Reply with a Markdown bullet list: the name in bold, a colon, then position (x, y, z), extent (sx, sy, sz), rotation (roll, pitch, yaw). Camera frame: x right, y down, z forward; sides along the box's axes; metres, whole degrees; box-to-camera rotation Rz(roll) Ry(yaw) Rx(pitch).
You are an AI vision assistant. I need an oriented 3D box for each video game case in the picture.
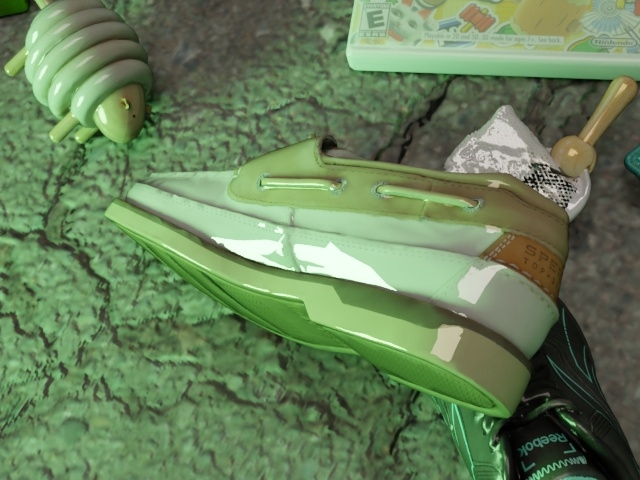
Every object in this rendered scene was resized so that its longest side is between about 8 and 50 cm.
- **video game case**: position (0.143, -0.209, 0.657), extent (0.226, 0.026, 0.206), rotation (4, 69, 13)

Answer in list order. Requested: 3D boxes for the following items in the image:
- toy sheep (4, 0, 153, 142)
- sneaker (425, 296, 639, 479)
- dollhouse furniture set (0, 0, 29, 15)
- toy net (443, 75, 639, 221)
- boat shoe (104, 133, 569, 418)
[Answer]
- **toy sheep**: position (-0.166, -0.124, 0.650), extent (0.091, 0.091, 0.132), rotation (-36, 84, -5)
- **sneaker**: position (0.116, 0.092, 0.495), extent (0.101, 0.106, 0.267), rotation (-28, 64, 1)
- **dollhouse furniture set**: position (-0.247, -0.344, 0.719), extent (0.197, 0.151, 0.302), rotation (-10, 66, 7)
- **toy net**: position (0.192, -0.041, 0.572), extent (0.232, 0.045, 0.122), rotation (-13, 84, 8)
- **boat shoe**: position (0.000, 0.000, 0.524), extent (0.302, 0.113, 0.103), rotation (18, 73, 40)
